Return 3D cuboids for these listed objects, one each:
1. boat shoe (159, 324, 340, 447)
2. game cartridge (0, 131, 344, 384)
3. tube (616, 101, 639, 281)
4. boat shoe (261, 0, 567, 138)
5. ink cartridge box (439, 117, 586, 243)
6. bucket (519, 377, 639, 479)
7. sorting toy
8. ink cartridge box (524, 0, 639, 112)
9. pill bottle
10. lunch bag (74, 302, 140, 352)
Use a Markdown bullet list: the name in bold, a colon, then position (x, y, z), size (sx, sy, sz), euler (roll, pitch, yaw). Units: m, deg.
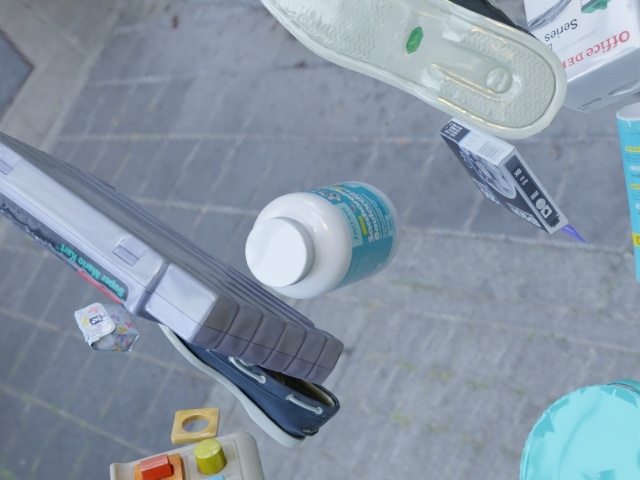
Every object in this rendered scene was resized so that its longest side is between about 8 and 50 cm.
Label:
- **boat shoe**: position (-0.084, 0.123, 1.413), size (0.079, 0.254, 0.095), euler (-40, 12, 18)
- **game cartridge**: position (-0.168, 0.010, 1.166), size (0.355, 0.230, 0.068), euler (32, 97, 32)
- **tube**: position (0.362, -0.047, 1.388), size (0.080, 0.207, 0.052), euler (1, 29, 37)
- **boat shoe**: position (0.045, -0.141, 0.789), size (0.084, 0.233, 0.079), euler (-57, -2, 20)
- **ink cartridge box**: position (0.289, -0.081, 1.961), size (0.045, 0.208, 0.206), euler (-43, 26, -3)
- **bucket**: position (0.421, 0.329, 1.762), size (0.281, 0.183, 0.281), euler (-16, 64, 36)
- **sorting toy**: position (-0.169, 0.310, 1.641), size (0.196, 0.047, 0.347), euler (-12, 30, -6)
- **ink cartridge box**: position (0.320, -0.278, 1.479), size (0.160, 0.093, 0.219), euler (-26, 62, 47)
- **pill bottle**: position (0.000, 0.000, 1.791), size (0.146, 0.146, 0.264), euler (-41, -11, 25)
- **lunch bag**: position (-0.333, 0.135, 2.002), size (0.071, 0.083, 0.053), euler (54, 126, 39)
